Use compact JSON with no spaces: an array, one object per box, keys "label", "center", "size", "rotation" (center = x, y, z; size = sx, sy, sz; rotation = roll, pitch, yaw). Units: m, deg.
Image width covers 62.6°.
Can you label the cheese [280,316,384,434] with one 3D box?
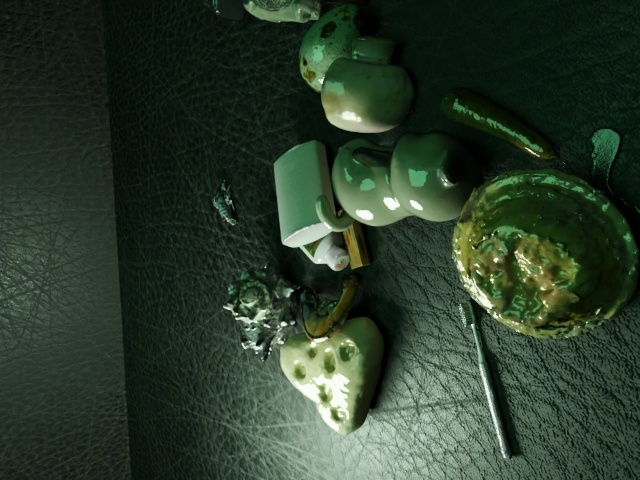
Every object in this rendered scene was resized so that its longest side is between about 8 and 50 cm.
[{"label":"cheese","center":[0.036,0.323,1.512],"size":[0.351,0.129,0.329],"rotation":[43,123,38]}]

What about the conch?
[{"label":"conch","center":[-0.188,0.220,1.683],"size":[0.186,0.240,0.313],"rotation":[178,86,-74]}]

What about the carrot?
[{"label":"carrot","center":[0.371,-0.230,1.067],"size":[0.298,0.078,0.078],"rotation":[40,125,33]}]

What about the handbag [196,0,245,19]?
[{"label":"handbag","center":[-0.345,-0.915,1.743],"size":[0.302,0.177,0.275],"rotation":[46,129,37]}]

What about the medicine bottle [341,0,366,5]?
[{"label":"medicine bottle","center":[0.074,-0.724,1.309],"size":[0.149,0.112,0.222],"rotation":[49,130,35]}]

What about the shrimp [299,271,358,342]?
[{"label":"shrimp","center":[0.021,0.166,1.517],"size":[0.222,0.054,0.290],"rotation":[-52,23,6]}]

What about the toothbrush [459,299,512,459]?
[{"label":"toothbrush","center":[0.367,0.309,1.176],"size":[0.024,0.029,0.354],"rotation":[-27,74,63]}]

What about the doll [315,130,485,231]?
[{"label":"doll","center":[0.184,-0.140,1.186],"size":[0.370,0.215,0.226],"rotation":[-9,59,43]}]

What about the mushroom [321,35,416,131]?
[{"label":"mushroom","center":[0.117,-0.359,1.256],"size":[0.162,0.173,0.236],"rotation":[27,121,38]}]

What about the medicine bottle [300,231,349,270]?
[{"label":"medicine bottle","center":[0.000,0.000,1.540],"size":[0.219,0.078,0.115],"rotation":[47,118,37]}]

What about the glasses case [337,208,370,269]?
[{"label":"glasses case","center":[0.095,-0.010,1.453],"size":[0.064,0.041,0.170],"rotation":[-28,74,61]}]

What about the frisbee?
[{"label":"frisbee","center":[0.496,-0.087,0.970],"size":[0.187,0.012,0.211],"rotation":[-25,77,51]}]

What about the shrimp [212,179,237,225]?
[{"label":"shrimp","center":[-0.357,-0.141,1.967],"size":[0.082,0.076,0.174],"rotation":[-26,75,27]}]

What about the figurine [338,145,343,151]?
[{"label":"figurine","center":[0.086,-0.196,1.431],"size":[0.072,0.054,0.129],"rotation":[7,109,65]}]

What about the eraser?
[{"label":"eraser","center":[-0.047,-0.135,1.507],"size":[0.174,0.094,0.270],"rotation":[-26,58,33]}]

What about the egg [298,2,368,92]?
[{"label":"egg","center":[0.038,-0.490,1.348],"size":[0.169,0.169,0.231],"rotation":[50,121,34]}]

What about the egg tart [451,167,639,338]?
[{"label":"egg tart","center":[0.386,0.041,0.970],"size":[0.351,0.150,0.352],"rotation":[20,125,31]}]

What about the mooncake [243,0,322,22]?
[{"label":"mooncake","center":[-0.100,-0.743,1.469],"size":[0.250,0.136,0.255],"rotation":[19,100,37]}]
